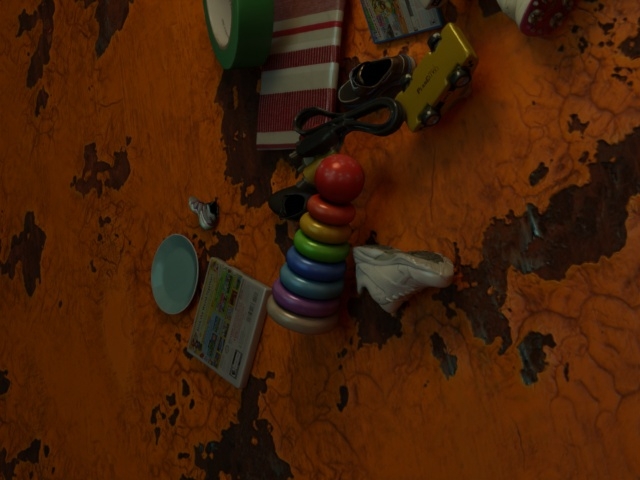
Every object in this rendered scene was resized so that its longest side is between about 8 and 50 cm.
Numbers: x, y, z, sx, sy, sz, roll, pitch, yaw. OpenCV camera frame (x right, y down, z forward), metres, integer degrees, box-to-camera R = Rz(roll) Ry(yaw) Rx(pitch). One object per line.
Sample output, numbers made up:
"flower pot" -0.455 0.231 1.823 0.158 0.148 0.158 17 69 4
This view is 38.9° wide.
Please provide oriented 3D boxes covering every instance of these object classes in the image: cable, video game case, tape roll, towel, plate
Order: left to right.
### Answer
"plate" -0.333 0.078 2.104 0.188 0.024 0.188 -6 81 45
"video game case" -0.199 0.174 1.953 0.206 0.026 0.226 26 105 45
"tape roll" -0.178 -0.517 1.872 0.321 0.077 0.321 171 90 -72
"towel" -0.038 -0.345 1.829 0.237 0.037 0.328 5 90 50
"cable" 0.046 -0.206 1.664 0.287 0.072 0.139 -22 61 37
"video game case" 0.142 -0.428 1.635 0.166 0.015 0.119 -3 113 47

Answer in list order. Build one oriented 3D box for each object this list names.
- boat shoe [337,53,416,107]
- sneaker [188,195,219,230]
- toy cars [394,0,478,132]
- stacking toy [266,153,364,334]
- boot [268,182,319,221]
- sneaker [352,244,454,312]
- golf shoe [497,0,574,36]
"boat shoe" 0.089 -0.302 1.678 0.183 0.066 0.066 -25 69 43
"sneaker" -0.255 -0.078 2.035 0.069 0.038 0.098 -49 63 28
"toy cars" 0.220 -0.373 1.513 0.176 0.087 0.393 20 109 52
"stacking toy" 0.000 0.000 1.647 0.141 0.141 0.330 35 120 43
"boot" -0.053 -0.078 1.772 0.219 0.106 0.082 5 89 46
"sneaker" 0.146 0.072 1.575 0.232 0.090 0.115 9 99 55
"golf shoe" 0.367 -0.471 1.383 0.306 0.115 0.140 -58 46 23
